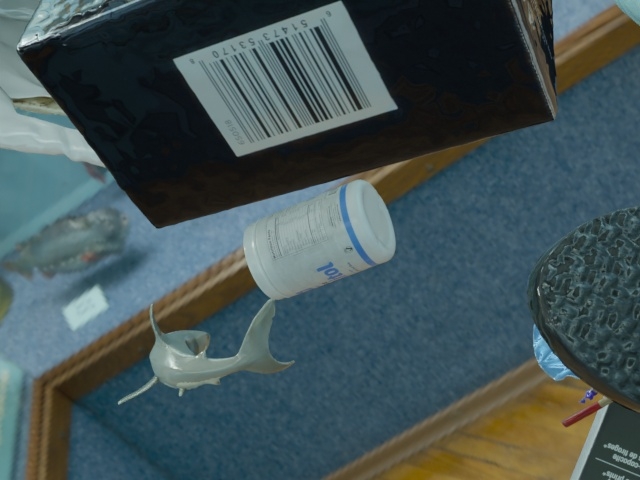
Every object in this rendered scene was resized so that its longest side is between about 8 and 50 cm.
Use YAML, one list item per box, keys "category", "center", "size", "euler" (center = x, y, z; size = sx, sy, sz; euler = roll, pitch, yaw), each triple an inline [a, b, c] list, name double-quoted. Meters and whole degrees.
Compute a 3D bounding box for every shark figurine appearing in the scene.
- category: "shark figurine"
  center: [-0.163, 0.125, 1.272]
  size: [0.166, 0.116, 0.278]
  euler: [-23, 7, -28]

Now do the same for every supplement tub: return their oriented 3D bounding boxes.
- category: "supplement tub"
  center: [0.000, 0.000, 0.852]
  size: [0.107, 0.071, 0.071]
  euler: [-22, 39, 22]

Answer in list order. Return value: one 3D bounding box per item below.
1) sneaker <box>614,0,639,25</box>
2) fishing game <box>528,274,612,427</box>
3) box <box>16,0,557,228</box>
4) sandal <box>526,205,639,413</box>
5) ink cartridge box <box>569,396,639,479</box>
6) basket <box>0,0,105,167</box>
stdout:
- category: "sneaker"
  center: [0.480, -0.289, 1.239]
  size: [0.150, 0.365, 0.135]
  euler: [38, 116, 44]
- category: "fishing game"
  center: [0.294, 0.066, 1.106]
  size: [0.189, 0.041, 0.264]
  euler: [-35, 26, 27]
- category: "box"
  center: [-0.002, -0.103, 0.386]
  size: [0.155, 0.093, 0.158]
  euler: [-14, 41, 23]
- category: "sandal"
  center: [0.351, 0.058, 0.870]
  size: [0.107, 0.445, 0.168]
  euler: [139, 123, -60]
- category: "ink cartridge box"
  center: [0.389, 0.240, 1.176]
  size: [0.069, 0.175, 0.371]
  euler: [-28, -42, -75]
- category: "basket"
  center: [-0.227, -0.272, 0.979]
  size: [0.266, 0.328, 0.331]
  euler: [-113, 35, -57]
